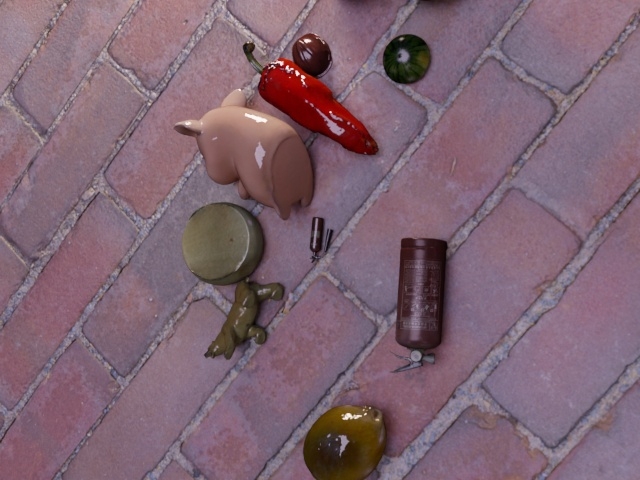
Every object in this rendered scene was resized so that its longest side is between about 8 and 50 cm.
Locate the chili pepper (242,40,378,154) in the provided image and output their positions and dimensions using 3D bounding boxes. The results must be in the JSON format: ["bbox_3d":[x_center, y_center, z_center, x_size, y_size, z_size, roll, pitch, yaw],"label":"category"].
[{"bbox_3d":[-0.028,-0.301,1.758,0.387,0.110,0.110,38,101,20],"label":"chili pepper"}]

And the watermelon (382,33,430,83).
[{"bbox_3d":[0.173,-0.382,1.697,0.105,0.062,0.105,-2,85,29],"label":"watermelon"}]

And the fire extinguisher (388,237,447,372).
[{"bbox_3d":[0.193,0.131,1.622,0.105,0.105,0.269,2,85,24],"label":"fire extinguisher"}]

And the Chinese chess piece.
[{"bbox_3d":[-0.219,0.008,1.827,0.188,0.083,0.188,-4,80,23],"label":"Chinese chess piece"}]

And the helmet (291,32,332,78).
[{"bbox_3d":[-0.031,-0.413,1.792,0.089,0.057,0.111,-39,72,18],"label":"helmet"}]

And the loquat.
[{"bbox_3d":[0.053,0.408,1.636,0.195,0.152,0.152,-48,69,22],"label":"loquat"}]

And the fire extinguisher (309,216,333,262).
[{"bbox_3d":[0.001,0.000,1.761,0.046,0.032,0.100,5,87,-10],"label":"fire extinguisher"}]

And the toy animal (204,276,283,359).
[{"bbox_3d":[-0.178,0.176,1.795,0.101,0.103,0.218,26,98,43],"label":"toy animal"}]

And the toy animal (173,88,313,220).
[{"bbox_3d":[-0.148,-0.186,1.765,0.256,0.195,0.213,19,132,28],"label":"toy animal"}]
